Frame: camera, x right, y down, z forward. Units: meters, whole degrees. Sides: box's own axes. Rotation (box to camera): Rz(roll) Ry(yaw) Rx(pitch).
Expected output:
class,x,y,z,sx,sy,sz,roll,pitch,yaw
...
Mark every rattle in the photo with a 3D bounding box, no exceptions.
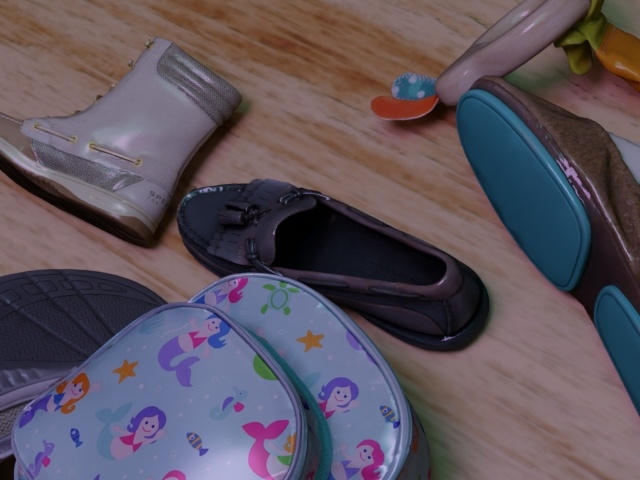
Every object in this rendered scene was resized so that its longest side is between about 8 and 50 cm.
class,x,y,z,sx,sy,sz,roll,pitch,yaw
rattle,0.161,-0.116,0.960,0.199,0.143,0.130,-40,25,12

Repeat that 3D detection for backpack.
class,x,y,z,sx,sy,sz,roll,pitch,yaw
backpack,-0.061,0.148,0.807,0.253,0.191,0.225,-36,58,-9

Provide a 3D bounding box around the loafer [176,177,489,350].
class,x,y,z,sx,sy,sz,roll,pitch,yaw
loafer,0.000,0.000,0.916,0.267,0.084,0.096,19,70,25

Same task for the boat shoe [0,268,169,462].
class,x,y,z,sx,sy,sz,roll,pitch,yaw
boat shoe,-0.242,0.111,0.866,0.118,0.103,0.320,37,41,26

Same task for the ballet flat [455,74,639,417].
class,x,y,z,sx,sy,sz,roll,pitch,yaw
ballet flat,0.223,0.009,0.838,0.124,0.116,0.342,-20,57,-17

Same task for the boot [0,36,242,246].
class,x,y,z,sx,sy,sz,roll,pitch,yaw
boot,-0.189,-0.106,1.036,0.213,0.077,0.165,27,74,22
